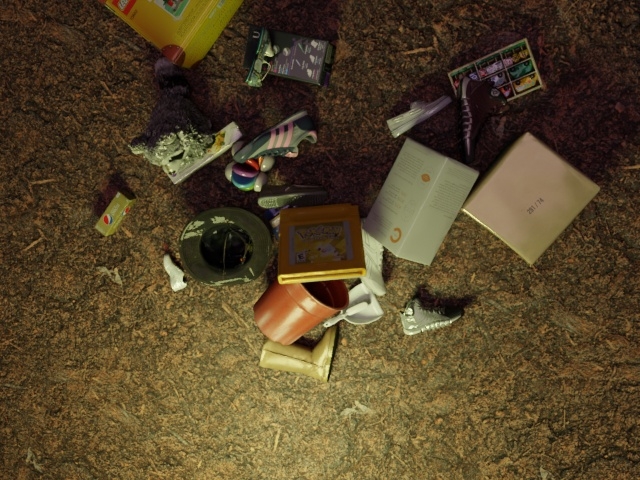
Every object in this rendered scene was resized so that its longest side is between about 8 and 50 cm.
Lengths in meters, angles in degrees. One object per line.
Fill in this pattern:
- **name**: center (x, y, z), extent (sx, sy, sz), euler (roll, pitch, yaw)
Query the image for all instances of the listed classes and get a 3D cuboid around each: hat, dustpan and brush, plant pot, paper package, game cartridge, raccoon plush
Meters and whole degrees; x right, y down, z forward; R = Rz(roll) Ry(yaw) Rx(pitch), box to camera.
- **hat**: center (-0.346, 0.009, 2.009), extent (0.331, 0.134, 0.332), euler (-2, 108, -7)
- **dustpan and brush**: center (0.108, 0.261, 2.013), extent (0.211, 0.060, 0.147), euler (-28, 95, 13)
- **plant pot**: center (-0.086, 0.215, 1.945), extent (0.272, 0.272, 0.265), euler (45, 114, 0)
- **paper package**: center (0.668, -0.142, 1.790), extent (0.309, 0.168, 0.325), euler (38, 105, 1)
- **game cartridge**: center (0.000, 0.000, 1.844), extent (0.285, 0.324, 0.053), euler (-5, 137, 2)
- **raccoon plush**: center (-0.551, -0.426, 1.840), extent (0.216, 0.299, 0.447), euler (-33, 82, 14)

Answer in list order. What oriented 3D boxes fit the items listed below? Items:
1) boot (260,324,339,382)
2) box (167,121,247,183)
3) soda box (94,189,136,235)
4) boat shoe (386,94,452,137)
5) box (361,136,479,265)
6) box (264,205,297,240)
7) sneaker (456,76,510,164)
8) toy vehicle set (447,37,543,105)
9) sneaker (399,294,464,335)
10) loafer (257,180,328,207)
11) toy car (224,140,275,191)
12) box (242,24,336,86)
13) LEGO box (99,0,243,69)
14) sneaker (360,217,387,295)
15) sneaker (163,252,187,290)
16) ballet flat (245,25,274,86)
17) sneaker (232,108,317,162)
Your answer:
- **boot**: center (-0.080, 0.401, 2.059), extent (0.269, 0.089, 0.236), euler (14, 96, 11)
- **box**: center (-0.416, -0.319, 1.995), extent (0.324, 0.067, 0.063), euler (-32, 92, 15)
- **soda box**: center (-0.785, -0.105, 2.099), extent (0.058, 0.061, 0.181), euler (39, 104, 1)
- **boat shoe**: center (0.326, -0.433, 1.836), extent (0.226, 0.083, 0.076), euler (-31, 95, 14)
- **box**: center (0.322, -0.128, 1.801), extent (0.168, 0.215, 0.345), euler (16, 107, -36)
- **box**: center (-0.099, -0.042, 2.007), extent (0.136, 0.036, 0.225), euler (-34, 92, 14)
- **sneaker**: center (0.526, -0.386, 1.747), extent (0.162, 0.106, 0.282), euler (-1, 87, 4)
- **toy vehicle set**: center (0.572, -0.529, 1.801), extent (0.266, 0.035, 0.166), euler (-22, 96, 13)
- **sneaker**: center (0.387, 0.247, 1.952), extent (0.228, 0.086, 0.132), euler (-21, 94, 14)
- **loafer**: center (-0.098, -0.174, 1.938), extent (0.251, 0.094, 0.087), euler (-3, 63, -11)
- **toy car**: center (-0.258, -0.261, 1.941), extent (0.159, 0.136, 0.182), euler (22, 103, 5)
- **box**: center (-0.102, -0.615, 1.834), extent (0.270, 0.165, 0.143), euler (14, 104, 7)
- **LEGO box**: center (-0.455, -0.893, 1.830), extent (0.372, 0.193, 0.500), euler (41, 104, 0)
- **sneaker**: center (0.175, 0.056, 1.944), extent (0.129, 0.111, 0.297), euler (-23, 96, 8)
- **sneaker**: center (-0.559, 0.117, 2.111), extent (0.061, 0.054, 0.152), euler (-17, 103, 3)
- **ballet flat**: center (-0.184, -0.582, 1.746), extent (0.070, 0.070, 0.188), euler (23, 109, 5)
- **sneaker**: center (-0.144, -0.325, 1.866), extent (0.319, 0.112, 0.131), euler (-35, 103, -18)
